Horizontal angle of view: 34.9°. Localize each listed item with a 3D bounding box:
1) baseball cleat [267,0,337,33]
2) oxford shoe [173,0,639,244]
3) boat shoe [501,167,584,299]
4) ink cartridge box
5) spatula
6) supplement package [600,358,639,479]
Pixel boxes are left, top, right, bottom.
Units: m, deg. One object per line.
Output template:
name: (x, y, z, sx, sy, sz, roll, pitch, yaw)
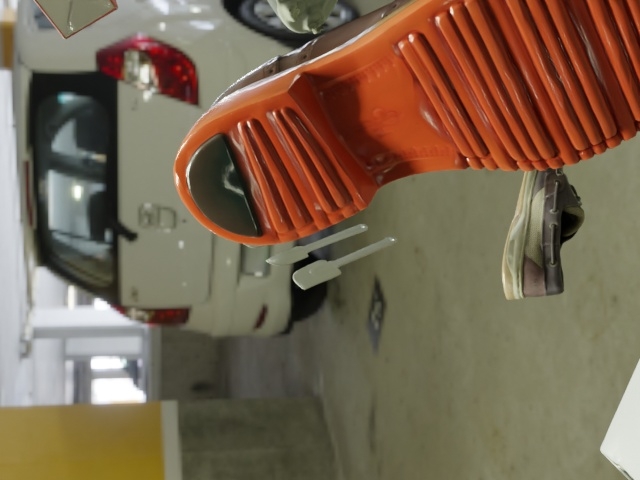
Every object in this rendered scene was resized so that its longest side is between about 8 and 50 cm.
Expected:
baseball cleat: (-0.033, -0.253, 0.734, 0.109, 0.072, 0.206, 48, 157, 38)
oxford shoe: (0.059, -0.084, 0.465, 0.097, 0.271, 0.098, 62, -155, -29)
boat shoe: (0.322, -0.035, 1.424, 0.103, 0.092, 0.285, 74, -150, -48)
ink cartridge box: (-0.273, -0.304, 1.017, 0.115, 0.067, 0.198, 57, -174, -44)
spatula: (0.000, 0.000, 1.672, 0.168, 0.242, 0.019, 31, 127, 33)
supplement package: (0.326, 0.119, 0.590, 0.262, 0.145, 0.204, 50, 131, 52)
